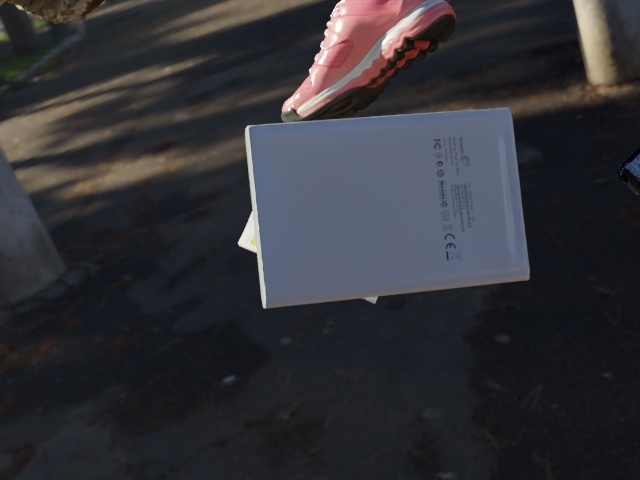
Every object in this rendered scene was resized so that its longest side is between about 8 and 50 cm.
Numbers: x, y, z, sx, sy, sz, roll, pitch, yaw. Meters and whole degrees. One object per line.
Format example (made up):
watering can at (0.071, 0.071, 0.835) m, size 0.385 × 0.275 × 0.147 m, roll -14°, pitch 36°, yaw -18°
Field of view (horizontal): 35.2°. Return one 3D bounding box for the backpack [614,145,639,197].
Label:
backpack at (0.463, -0.101, 1.338) m, size 0.114 × 0.084 × 0.105 m, roll -47°, pitch -17°, yaw 15°

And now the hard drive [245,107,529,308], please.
hard drive at (0.078, -0.039, 1.146) m, size 0.308 × 0.203 × 0.040 m, roll -5°, pitch -3°, yaw -11°

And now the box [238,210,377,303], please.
box at (0.000, 0.000, 1.493) m, size 0.103 × 0.203 × 0.114 m, roll 19°, pitch 86°, yaw 63°

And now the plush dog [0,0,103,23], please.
plush dog at (-0.342, -0.328, 0.987) m, size 0.262 × 0.225 × 0.210 m, roll -30°, pitch 65°, yaw -37°

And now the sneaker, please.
sneaker at (0.052, -0.283, 1.475) m, size 0.314 × 0.136 × 0.116 m, roll -35°, pitch -14°, yaw 32°

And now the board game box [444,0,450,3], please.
board game box at (0.154, -0.619, 1.957) m, size 0.141 × 0.291 × 0.232 m, roll -42°, pitch -24°, yaw 17°
